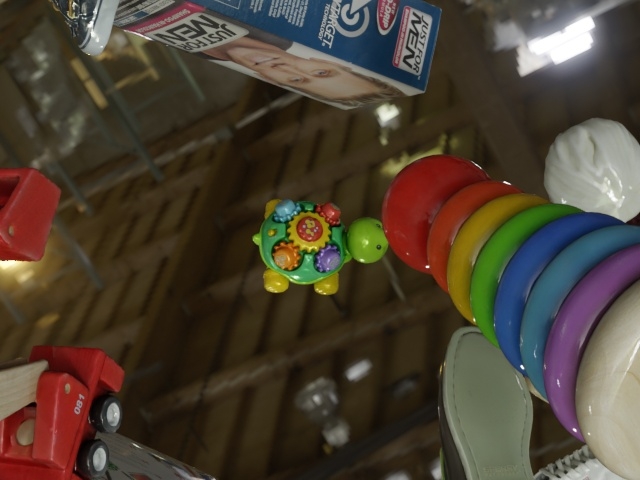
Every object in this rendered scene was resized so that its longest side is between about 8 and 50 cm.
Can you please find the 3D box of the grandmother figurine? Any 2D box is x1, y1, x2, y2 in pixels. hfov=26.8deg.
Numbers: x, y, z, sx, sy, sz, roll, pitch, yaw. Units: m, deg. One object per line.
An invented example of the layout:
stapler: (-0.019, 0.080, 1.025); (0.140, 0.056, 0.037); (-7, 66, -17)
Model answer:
grandmother figurine: (0.242, 0.026, 1.236); (0.104, 0.342, 0.208); (33, -120, 29)

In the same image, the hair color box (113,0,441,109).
hair color box: (-0.059, -0.250, 1.478); (0.174, 0.347, 0.105); (-3, -107, 60)

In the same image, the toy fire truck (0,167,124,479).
toy fire truck: (-0.150, 0.077, 0.639); (0.047, 0.135, 0.192); (0, -118, 24)

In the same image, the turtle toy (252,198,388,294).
turtle toy: (0.000, 0.000, 1.286); (0.130, 0.095, 0.066); (3, 159, -9)

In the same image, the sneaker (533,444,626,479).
sneaker: (0.314, 0.289, 1.598); (0.235, 0.095, 0.090); (-51, -168, 11)

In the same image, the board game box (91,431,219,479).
board game box: (-0.126, 0.188, 0.889); (0.053, 0.305, 0.193); (-52, -134, 1)

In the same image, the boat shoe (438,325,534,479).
boat shoe: (0.132, 0.180, 1.095); (0.068, 0.081, 0.227); (121, -32, -49)

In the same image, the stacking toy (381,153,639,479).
stacking toy: (0.139, 0.021, 0.880); (0.141, 0.141, 0.330); (-35, -146, -11)

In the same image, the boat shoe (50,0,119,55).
boat shoe: (-0.202, -0.211, 1.085); (0.183, 0.083, 0.065); (136, -34, -67)
